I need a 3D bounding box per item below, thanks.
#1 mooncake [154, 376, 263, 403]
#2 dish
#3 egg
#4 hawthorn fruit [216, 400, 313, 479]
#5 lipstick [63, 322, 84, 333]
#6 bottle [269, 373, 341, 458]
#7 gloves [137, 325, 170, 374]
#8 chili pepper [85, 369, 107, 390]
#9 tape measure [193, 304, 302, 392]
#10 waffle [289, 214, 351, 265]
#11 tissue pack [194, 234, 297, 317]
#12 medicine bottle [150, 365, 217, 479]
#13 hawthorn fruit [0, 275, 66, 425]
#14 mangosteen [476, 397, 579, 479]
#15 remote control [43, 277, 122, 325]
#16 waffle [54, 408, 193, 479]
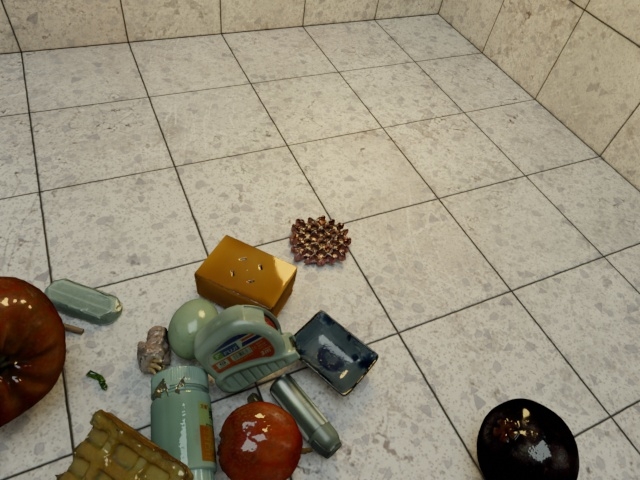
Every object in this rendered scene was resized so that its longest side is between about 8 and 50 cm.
[{"bbox_3d":[-0.269,0.404,1.236,0.346,0.057,0.150,31,-2,-29],"label":"mooncake"},{"bbox_3d":[0.031,0.355,1.455,0.243,0.080,0.182,37,54,19],"label":"dish"},{"bbox_3d":[-0.377,0.263,1.416,0.149,0.149,0.192,12,46,0],"label":"egg"},{"bbox_3d":[-0.136,0.527,1.218,0.253,0.205,0.205,8,49,-15],"label":"hawthorn fruit"},{"bbox_3d":[-0.766,0.265,1.435,0.094,0.019,0.019,16,50,3],"label":"lipstick"},{"bbox_3d":[-0.046,0.491,1.324,0.253,0.079,0.096,45,16,24],"label":"bottle"},{"bbox_3d":[-0.490,0.322,1.386,0.094,0.110,0.144,1,21,1],"label":"gloves"},{"bbox_3d":[-0.633,0.398,1.348,0.083,0.022,0.027,32,20,17],"label":"chili pepper"},{"bbox_3d":[-0.212,0.295,1.333,0.243,0.246,0.125,-29,28,1],"label":"tape measure"},{"bbox_3d":[0.000,0.000,1.762,0.234,0.055,0.221,-1,52,-4],"label":"waffle"},{"bbox_3d":[-0.241,0.135,1.551,0.274,0.145,0.194,25,53,10],"label":"tissue pack"},{"bbox_3d":[-0.355,0.503,1.218,0.158,0.158,0.318,-5,52,-14],"label":"medicine bottle"},{"bbox_3d":[-0.881,0.274,1.201,0.402,0.403,0.403,5,50,-6],"label":"hawthorn fruit"},{"bbox_3d":[0.571,0.587,1.272,0.302,0.275,0.275,43,47,-21],"label":"mangosteen"},{"bbox_3d":[-0.745,0.190,1.481,0.247,0.052,0.104,18,52,2],"label":"remote control"},{"bbox_3d":[-0.478,0.606,1.060,0.304,0.077,0.348,22,74,22],"label":"waffle"}]
